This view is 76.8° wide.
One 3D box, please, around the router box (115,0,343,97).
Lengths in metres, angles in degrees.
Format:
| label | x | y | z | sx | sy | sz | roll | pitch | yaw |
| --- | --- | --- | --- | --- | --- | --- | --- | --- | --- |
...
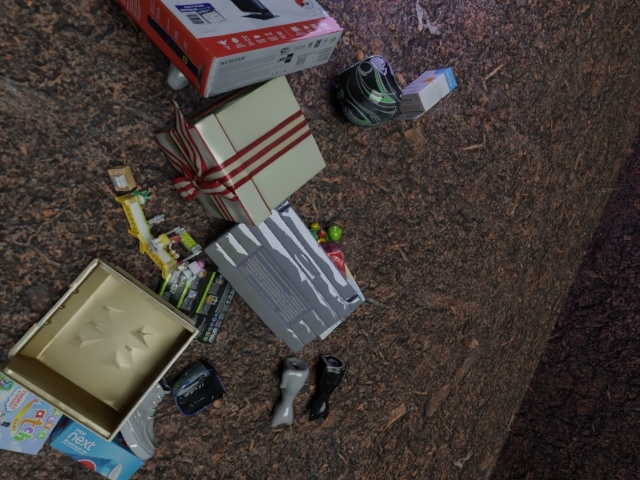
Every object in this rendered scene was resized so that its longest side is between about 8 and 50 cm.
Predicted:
| label | x | y | z | sx | sy | sz | roll | pitch | yaw |
| --- | --- | --- | --- | --- | --- | --- | --- | --- | --- |
| router box | -0.170 | -0.434 | 0.750 | 0.301 | 0.082 | 0.335 | 47 | 50 | 7 |

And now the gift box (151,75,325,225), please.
| label | x | y | z | sx | sy | sz | roll | pitch | yaw |
| --- | --- | --- | --- | --- | --- | --- | --- | --- | --- |
| gift box | -0.193 | -0.199 | 0.863 | 0.258 | 0.255 | 0.276 | -44 | 118 | -25 |

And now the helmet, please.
| label | x | y | z | sx | sy | sz | roll | pitch | yaw |
| --- | --- | --- | --- | --- | --- | --- | --- | --- | --- |
| helmet | 0.127 | -0.378 | 1.060 | 0.169 | 0.169 | 0.161 | -30 | 100 | -22 |

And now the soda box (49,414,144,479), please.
| label | x | y | z | sx | sy | sz | roll | pitch | yaw |
| --- | --- | --- | --- | --- | --- | --- | --- | --- | --- |
| soda box | -0.514 | 0.477 | 0.938 | 0.071 | 0.067 | 0.210 | -44 | 120 | -15 |

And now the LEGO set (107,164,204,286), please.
| label | x | y | z | sx | sy | sz | roll | pitch | yaw |
| --- | --- | --- | --- | --- | --- | --- | --- | --- | --- |
| LEGO set | -0.348 | -0.037 | 0.889 | 0.107 | 0.132 | 0.287 | -35 | 96 | -39 |

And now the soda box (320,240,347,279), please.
| label | x | y | z | sx | sy | sz | roll | pitch | yaw |
| --- | --- | --- | --- | --- | --- | --- | --- | --- | --- |
| soda box | -0.070 | 0.080 | 1.056 | 0.263 | 0.083 | 0.092 | -12 | 109 | -9 |

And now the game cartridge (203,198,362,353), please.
| label | x | y | z | sx | sy | sz | roll | pitch | yaw |
| --- | --- | --- | --- | --- | --- | --- | --- | --- | --- |
| game cartridge | -0.085 | 0.085 | 0.980 | 0.230 | 0.068 | 0.355 | -35 | 109 | 2 |

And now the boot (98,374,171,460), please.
| label | x | y | z | sx | sy | sz | roll | pitch | yaw |
| --- | --- | --- | --- | --- | --- | --- | --- | --- | --- |
| boot | -0.412 | 0.396 | 0.961 | 0.123 | 0.095 | 0.258 | -22 | 112 | -18 |

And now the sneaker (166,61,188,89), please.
| label | x | y | z | sx | sy | sz | roll | pitch | yaw |
| --- | --- | --- | --- | --- | --- | --- | --- | --- | --- |
| sneaker | -0.292 | -0.431 | 0.840 | 0.115 | 0.090 | 0.232 | 20 | 83 | -27 |

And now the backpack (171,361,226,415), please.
| label | x | y | z | sx | sy | sz | roll | pitch | yaw |
| --- | --- | --- | --- | --- | --- | --- | --- | --- | --- |
| backpack | -0.316 | 0.376 | 1.023 | 0.114 | 0.084 | 0.105 | -31 | 119 | -30 |

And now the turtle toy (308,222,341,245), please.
| label | x | y | z | sx | sy | sz | roll | pitch | yaw |
| --- | --- | --- | --- | --- | --- | --- | --- | --- | --- |
| turtle toy | 0.000 | 0.000 | 1.135 | 0.130 | 0.066 | 0.095 | -35 | 118 | -20 |

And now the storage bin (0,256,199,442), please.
| label | x | y | z | sx | sy | sz | roll | pitch | yaw |
| --- | --- | --- | --- | --- | --- | --- | --- | --- | --- |
| storage bin | -0.442 | 0.209 | 0.837 | 0.260 | 0.123 | 0.262 | 40 | 77 | -11 |

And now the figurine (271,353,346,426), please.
| label | x | y | z | sx | sy | sz | roll | pitch | yaw |
| --- | --- | --- | --- | --- | --- | --- | --- | --- | --- |
| figurine | -0.043 | 0.463 | 1.221 | 0.215 | 0.092 | 0.209 | 6 | 103 | -32 |

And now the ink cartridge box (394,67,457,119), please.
| label | x | y | z | sx | sy | sz | roll | pitch | yaw |
| --- | --- | --- | --- | --- | --- | --- | --- | --- | --- |
| ink cartridge box | 0.296 | -0.429 | 1.185 | 0.181 | 0.104 | 0.061 | -42 | 120 | -17 |

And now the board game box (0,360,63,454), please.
| label | x | y | z | sx | sy | sz | roll | pitch | yaw |
| --- | --- | --- | --- | --- | --- | --- | --- | --- | --- |
| board game box | -0.651 | 0.342 | 0.834 | 0.211 | 0.039 | 0.160 | 36 | 82 | -34 |

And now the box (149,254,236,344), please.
| label | x | y | z | sx | sy | sz | roll | pitch | yaw |
| --- | --- | --- | --- | --- | --- | --- | --- | --- | --- |
| box | -0.313 | 0.149 | 0.993 | 0.184 | 0.045 | 0.190 | 23 | 91 | -32 |

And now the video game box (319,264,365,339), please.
| label | x | y | z | sx | sy | sz | roll | pitch | yaw |
| --- | --- | --- | --- | --- | --- | --- | --- | --- | --- |
| video game box | 0.019 | 0.161 | 1.201 | 0.187 | 0.048 | 0.205 | -38 | 120 | -16 |
